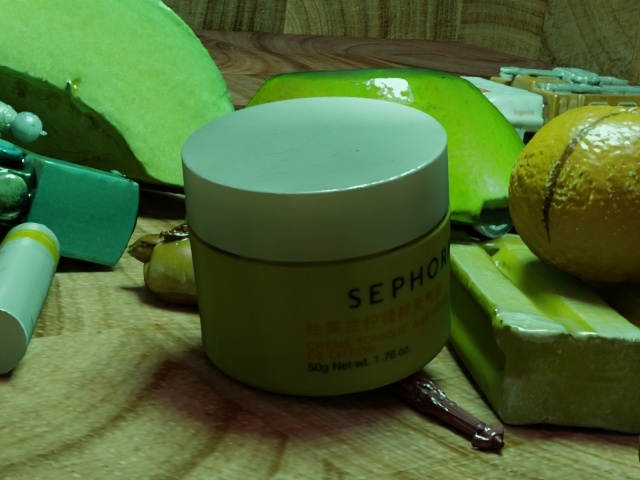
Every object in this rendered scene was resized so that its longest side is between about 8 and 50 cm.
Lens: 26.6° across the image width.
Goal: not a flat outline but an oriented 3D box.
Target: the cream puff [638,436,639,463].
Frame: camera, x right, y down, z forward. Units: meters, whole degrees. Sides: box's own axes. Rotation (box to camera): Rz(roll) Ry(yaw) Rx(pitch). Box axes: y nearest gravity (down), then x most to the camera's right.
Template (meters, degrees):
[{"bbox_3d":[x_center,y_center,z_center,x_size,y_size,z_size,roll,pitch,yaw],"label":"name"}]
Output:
[{"bbox_3d":[0.290,0.162,0.849,0.189,0.130,0.189,5,3,0],"label":"cream puff"}]

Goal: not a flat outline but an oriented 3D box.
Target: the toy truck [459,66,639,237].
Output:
[{"bbox_3d":[0.295,-0.127,1.805,0.387,0.207,0.173,-3,18,-35],"label":"toy truck"}]

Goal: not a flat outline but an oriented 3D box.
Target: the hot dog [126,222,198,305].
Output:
[{"bbox_3d":[-0.063,0.026,1.299,0.249,0.076,0.102,8,18,-2],"label":"hot dog"}]

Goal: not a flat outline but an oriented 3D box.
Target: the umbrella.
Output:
[{"bbox_3d":[0.090,0.128,1.087,0.027,0.025,0.165,18,7,-40],"label":"umbrella"}]

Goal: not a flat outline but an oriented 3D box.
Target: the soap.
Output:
[{"bbox_3d":[0.215,0.075,1.228,0.199,0.091,0.315,4,16,-10],"label":"soap"}]

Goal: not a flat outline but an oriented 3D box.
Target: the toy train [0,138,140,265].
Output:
[{"bbox_3d":[-0.329,-0.056,1.417,0.194,0.120,0.298,13,5,-33],"label":"toy train"}]

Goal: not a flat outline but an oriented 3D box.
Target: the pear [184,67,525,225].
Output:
[{"bbox_3d":[0.045,-0.101,1.477,0.398,0.165,0.399,-2,4,0],"label":"pear"}]

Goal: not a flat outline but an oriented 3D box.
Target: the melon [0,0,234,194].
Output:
[{"bbox_3d":[-0.275,-0.161,1.612,0.343,0.331,0.226,21,30,-22],"label":"melon"}]

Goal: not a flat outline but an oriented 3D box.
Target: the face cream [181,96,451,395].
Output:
[{"bbox_3d":[0.000,0.000,1.129,0.218,0.179,0.218,-3,25,1],"label":"face cream"}]

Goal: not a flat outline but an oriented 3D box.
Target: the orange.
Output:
[{"bbox_3d":[0.268,-0.046,1.228,0.193,0.161,0.193,4,12,-1],"label":"orange"}]

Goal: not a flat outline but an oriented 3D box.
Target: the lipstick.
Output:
[{"bbox_3d":[-0.264,0.044,1.162,0.059,0.059,0.264,6,15,-7],"label":"lipstick"}]

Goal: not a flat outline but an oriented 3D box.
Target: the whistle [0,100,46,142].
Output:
[{"bbox_3d":[-0.353,-0.136,1.511,0.100,0.035,0.035,21,14,-2],"label":"whistle"}]
